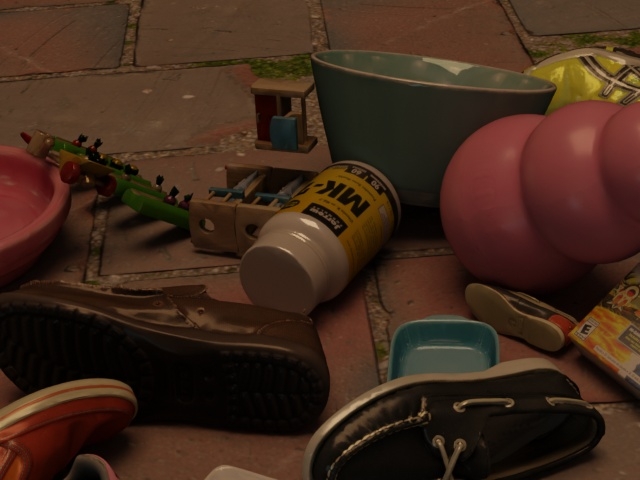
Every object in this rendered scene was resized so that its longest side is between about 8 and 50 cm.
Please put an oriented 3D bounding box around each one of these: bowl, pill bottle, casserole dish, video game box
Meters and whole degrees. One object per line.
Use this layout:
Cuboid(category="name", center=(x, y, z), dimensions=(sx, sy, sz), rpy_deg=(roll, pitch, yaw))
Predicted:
Cuboid(category="bowl", center=(0.133, -0.139, 1.679), dimensions=(0.312, 0.163, 0.311), rpy_deg=(6, 14, -1))
Cuboid(category="pill bottle", center=(0.000, 0.000, 1.542), dimensions=(0.119, 0.119, 0.208), rpy_deg=(12, 34, 25))
Cuboid(category="casserole dish", center=(0.127, 0.141, 1.365), dimensions=(0.114, 0.037, 0.188), rpy_deg=(1, 31, 7))
Cuboid(category="video game box", center=(0.381, 0.088, 1.330), dimensions=(0.187, 0.048, 0.205), rpy_deg=(-44, 39, -4))

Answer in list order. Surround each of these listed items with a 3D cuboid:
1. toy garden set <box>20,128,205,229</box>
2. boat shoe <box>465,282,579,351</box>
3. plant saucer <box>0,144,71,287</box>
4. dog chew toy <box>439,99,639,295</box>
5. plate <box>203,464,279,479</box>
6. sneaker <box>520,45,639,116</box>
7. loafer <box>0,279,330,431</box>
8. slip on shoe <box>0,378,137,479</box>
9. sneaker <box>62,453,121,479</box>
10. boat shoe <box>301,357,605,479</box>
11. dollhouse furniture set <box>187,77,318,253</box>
Cuboid(category="toy garden set", center=(-0.282, -0.099, 1.701), dimensions=(0.204, 0.049, 0.244), rpy_deg=(20, 8, -45))
Cuboid(category="boat shoe", center=(0.220, 0.079, 1.450), dimensions=(0.137, 0.049, 0.043), rpy_deg=(25, 37, 36))
Cuboid(category="plant saucer", center=(-0.475, -0.016, 1.656), dimensions=(0.332, 0.084, 0.332), rpy_deg=(-3, 29, 1))
Cuboid(category="dog chew toy", center=(0.283, -0.058, 1.435), dimensions=(0.206, 0.206, 0.332), rpy_deg=(-29, 6, -37))
Cuboid(category="plate", center=(-0.034, 0.311, 1.078), dimensions=(0.278, 0.045, 0.277), rpy_deg=(11, 32, 25))
Cuboid(category="sneaker", center=(0.425, -0.164, 1.757), dimensions=(0.385, 0.145, 0.147), rpy_deg=(5, 31, 17))
Cuboid(category="loafer", center=(-0.164, 0.112, 1.374), dimensions=(0.366, 0.134, 0.130), rpy_deg=(11, 27, 6))
Cuboid(category="slip on shoe", center=(-0.301, 0.224, 1.215), dimensions=(0.331, 0.123, 0.101), rpy_deg=(-24, 68, -40))
Cuboid(category="sneaker", center=(-0.273, 0.288, 1.056), dimensions=(0.112, 0.131, 0.319), rpy_deg=(16, 35, 30))
Cuboid(category="boat shoe", center=(0.128, 0.180, 1.204), dimensions=(0.302, 0.114, 0.091), rpy_deg=(-15, 36, -28))
Cuboid(category="dollhouse furniture set", center=(-0.085, -0.094, 1.639), dimensions=(0.129, 0.183, 0.129), rpy_deg=(7, 27, 19))
